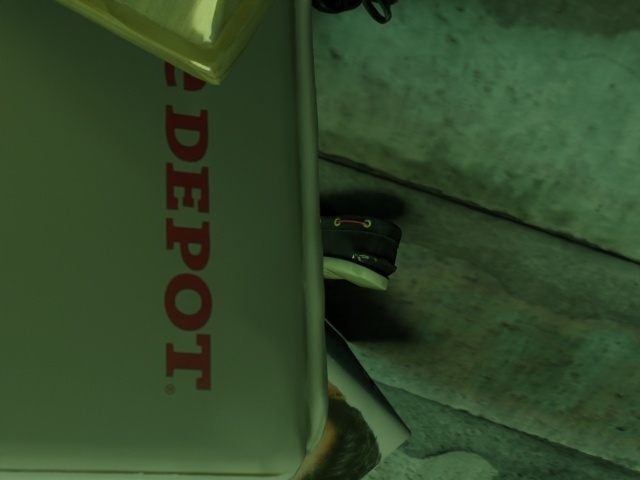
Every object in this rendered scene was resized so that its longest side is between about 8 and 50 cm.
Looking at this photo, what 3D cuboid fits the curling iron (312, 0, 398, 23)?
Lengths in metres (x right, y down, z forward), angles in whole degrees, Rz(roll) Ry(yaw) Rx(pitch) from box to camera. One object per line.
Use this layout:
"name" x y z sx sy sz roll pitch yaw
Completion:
"curling iron" -0.030 -0.087 0.698 0.068 0.035 0.274 25 154 -11

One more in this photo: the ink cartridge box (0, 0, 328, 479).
"ink cartridge box" -0.207 -0.038 0.507 0.384 0.279 0.160 5 160 -20

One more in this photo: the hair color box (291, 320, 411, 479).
"hair color box" -0.114 0.071 0.871 0.374 0.185 0.113 47 -177 -45

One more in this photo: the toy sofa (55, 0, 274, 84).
"toy sofa" -0.063 -0.194 0.300 0.150 0.177 0.362 28 171 10

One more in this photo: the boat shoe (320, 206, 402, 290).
"boat shoe" 0.001 0.001 0.849 0.049 0.042 0.133 27 169 -36
